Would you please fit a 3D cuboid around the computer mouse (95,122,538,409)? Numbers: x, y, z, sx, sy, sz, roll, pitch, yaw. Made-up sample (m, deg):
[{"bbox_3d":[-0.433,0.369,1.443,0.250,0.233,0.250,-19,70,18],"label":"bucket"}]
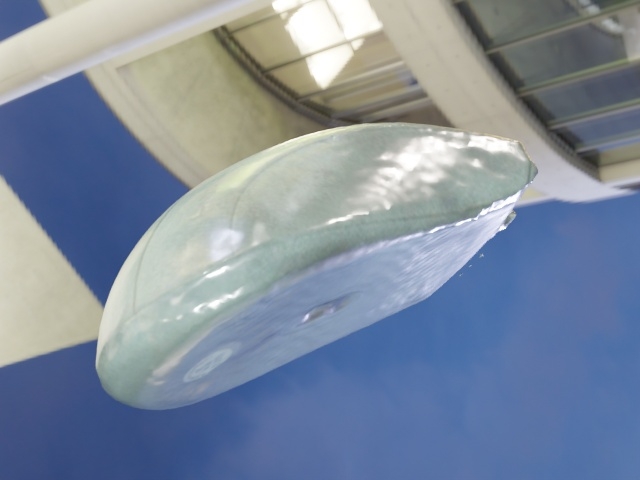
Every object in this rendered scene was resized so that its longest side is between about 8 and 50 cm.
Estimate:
[{"bbox_3d":[0.000,0.000,0.687,0.371,0.188,0.122,-16,-114,-35],"label":"computer mouse"}]
